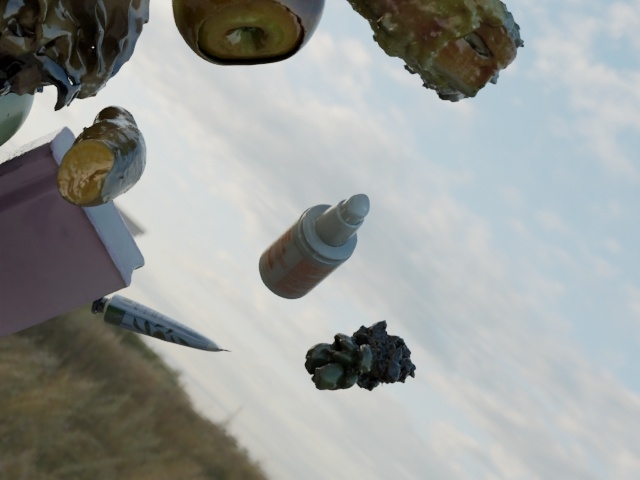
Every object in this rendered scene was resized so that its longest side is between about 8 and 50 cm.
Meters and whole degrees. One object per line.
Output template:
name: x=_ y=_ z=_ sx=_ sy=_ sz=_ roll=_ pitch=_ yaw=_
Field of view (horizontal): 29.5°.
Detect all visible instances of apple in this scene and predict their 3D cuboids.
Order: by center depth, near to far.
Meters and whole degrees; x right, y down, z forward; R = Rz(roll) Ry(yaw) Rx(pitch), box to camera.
apple: x=-0.113 y=-0.371 z=1.856 sx=0.237 sy=0.207 sz=0.237 roll=8 pitch=-18 yaw=3

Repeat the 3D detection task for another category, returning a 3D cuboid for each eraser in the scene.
eraser: x=-0.512 y=0.007 z=1.998 sx=0.272 sy=0.359 sz=0.122 roll=62 pitch=17 yaw=-18

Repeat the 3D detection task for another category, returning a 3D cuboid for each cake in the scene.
cake: x=-0.362 y=-0.280 z=1.306 sx=0.321 sy=0.332 sz=0.332 roll=49 pitch=-9 yaw=11

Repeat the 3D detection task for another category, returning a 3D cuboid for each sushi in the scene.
sushi: x=0.114 y=-0.270 z=1.365 sx=0.274 sy=0.139 sz=0.184 roll=56 pitch=12 yaw=28

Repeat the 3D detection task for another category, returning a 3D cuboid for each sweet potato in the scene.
sweet potato: x=-0.202 y=-0.090 z=1.195 sx=0.077 sy=0.077 sz=0.243 roll=46 pitch=15 yaw=-12

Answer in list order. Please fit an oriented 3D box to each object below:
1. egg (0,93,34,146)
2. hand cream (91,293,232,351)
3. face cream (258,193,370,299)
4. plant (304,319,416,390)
egg: x=-0.563 y=-0.229 z=1.864 sx=0.219 sy=0.219 sz=0.269 roll=42 pitch=33 yaw=8
hand cream: x=-0.295 y=0.161 z=2.261 sx=0.271 sy=0.058 sz=0.091 roll=20 pitch=-9 yaw=3
face cream: x=0.000 y=0.000 z=1.836 sx=0.101 sy=0.101 sz=0.252 roll=44 pitch=-37 yaw=-3
plant: x=0.045 y=0.138 z=1.390 sx=0.085 sy=0.087 sz=0.174 roll=35 pitch=21 yaw=34
